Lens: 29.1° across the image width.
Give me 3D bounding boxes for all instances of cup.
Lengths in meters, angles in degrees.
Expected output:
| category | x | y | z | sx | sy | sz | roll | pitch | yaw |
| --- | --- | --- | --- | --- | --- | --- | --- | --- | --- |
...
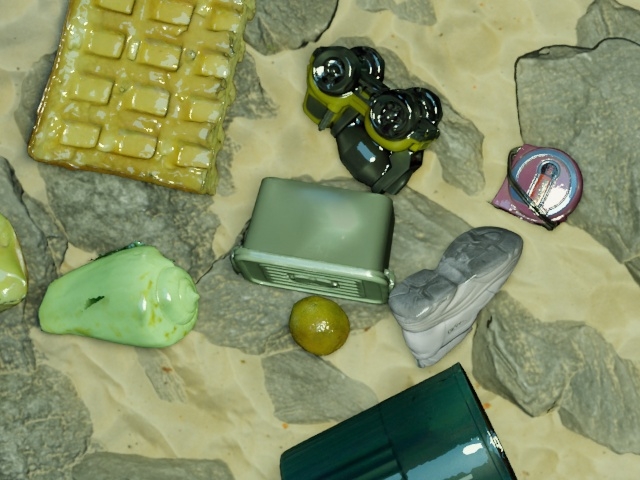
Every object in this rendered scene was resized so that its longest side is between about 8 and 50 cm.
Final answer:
| category | x | y | z | sx | sy | sz | roll | pitch | yaw |
| --- | --- | --- | --- | --- | --- | --- | --- | --- | --- |
| cup | 0.125 | 0.357 | 1.728 | 0.292 | 0.308 | 0.242 | -25 | 48 | 4 |

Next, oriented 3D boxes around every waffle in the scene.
| category | x | y | z | sx | sy | sz | roll | pitch | yaw |
| --- | --- | --- | --- | --- | --- | --- | --- | --- | --- |
| waffle | -0.277 | -0.259 | 1.913 | 0.304 | 0.077 | 0.348 | 13 | 85 | 10 |

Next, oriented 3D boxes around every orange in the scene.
| category | x | y | z | sx | sy | sz | roll | pitch | yaw |
| --- | --- | --- | --- | --- | --- | --- | --- | --- | --- |
| orange | -0.004 | 0.124 | 1.826 | 0.085 | 0.085 | 0.095 | -44 | 70 | 0 |

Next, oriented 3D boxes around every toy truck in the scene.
| category | x | y | z | sx | sy | sz | roll | pitch | yaw |
| --- | --- | --- | --- | --- | --- | --- | --- | --- | --- |
| toy truck | 0.063 | -0.184 | 1.837 | 0.224 | 0.147 | 0.165 | 39 | 111 | 13 |

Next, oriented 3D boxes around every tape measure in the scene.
| category | x | y | z | sx | sy | sz | roll | pitch | yaw |
| --- | --- | --- | --- | --- | --- | --- | --- | --- | --- |
| tape measure | 0.323 | -0.081 | 1.817 | 0.125 | 0.074 | 0.118 | 28 | 92 | 15 |

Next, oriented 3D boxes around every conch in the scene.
| category | x | y | z | sx | sy | sz | roll | pitch | yaw |
| --- | --- | --- | --- | --- | --- | --- | --- | --- | --- |
| conch | -0.299 | 0.081 | 1.863 | 0.250 | 0.137 | 0.144 | 10 | 111 | 27 |

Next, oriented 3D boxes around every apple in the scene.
| category | x | y | z | sx | sy | sz | roll | pitch | yaw |
| --- | --- | --- | --- | --- | --- | --- | --- | --- | --- |
| apple | -0.569 | 0.036 | 1.893 | 0.264 | 0.120 | 0.193 | -10 | 71 | 5 |

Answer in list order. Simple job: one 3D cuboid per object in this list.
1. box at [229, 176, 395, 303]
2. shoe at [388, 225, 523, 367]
| category | x | y | z | sx | sy | sz | roll | pitch | yaw |
| --- | --- | --- | --- | --- | --- | --- | --- | --- | --- |
| box | 0.000 | 0.000 | 1.809 | 0.243 | 0.163 | 0.135 | 8 | 75 | 9 |
| shoe | 0.207 | 0.081 | 1.797 | 0.245 | 0.138 | 0.095 | -35 | 45 | -25 |
